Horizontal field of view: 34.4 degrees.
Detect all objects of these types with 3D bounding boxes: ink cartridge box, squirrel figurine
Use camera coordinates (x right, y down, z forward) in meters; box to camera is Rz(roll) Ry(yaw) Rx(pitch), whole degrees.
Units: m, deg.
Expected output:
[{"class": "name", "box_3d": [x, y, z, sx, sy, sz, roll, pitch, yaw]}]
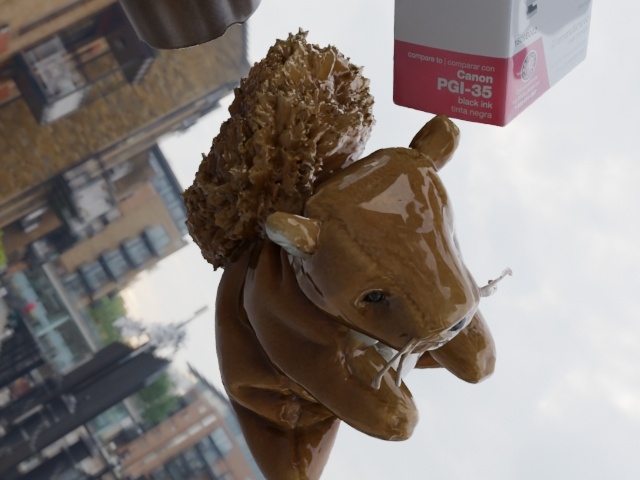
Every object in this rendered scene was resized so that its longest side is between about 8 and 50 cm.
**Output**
[{"class": "ink cartridge box", "box_3d": [0.160, -0.272, 0.907, 0.117, 0.207, 0.283, 18, -55, 29]}, {"class": "squirrel figurine", "box_3d": [0.000, 0.000, 0.973, 0.397, 0.281, 0.370, 57, -15, 17]}]

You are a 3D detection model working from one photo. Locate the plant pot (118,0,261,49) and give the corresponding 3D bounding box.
[{"class": "plant pot", "box_3d": [-0.134, -0.269, 0.909, 0.167, 0.167, 0.165, 41, -23, 47]}]
